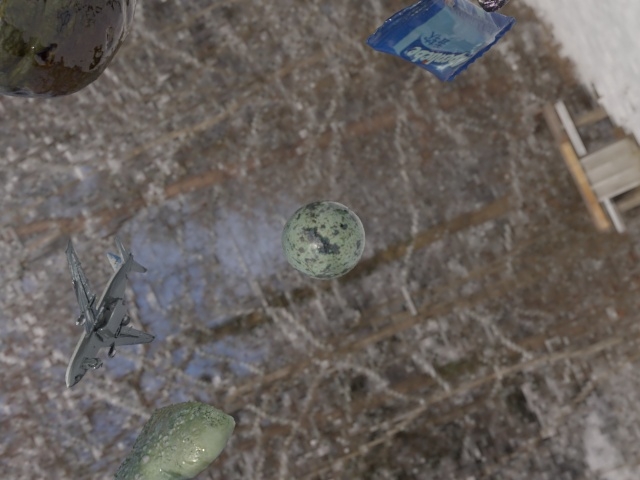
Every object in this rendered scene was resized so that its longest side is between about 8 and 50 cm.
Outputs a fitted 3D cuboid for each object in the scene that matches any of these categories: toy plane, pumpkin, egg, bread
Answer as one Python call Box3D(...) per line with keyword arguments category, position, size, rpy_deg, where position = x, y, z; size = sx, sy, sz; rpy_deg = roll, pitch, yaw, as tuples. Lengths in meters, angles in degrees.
Box3D(category="toy plane", position=(-0.294, 0.100, 1.537), size=(0.226, 0.058, 0.226), rpy_deg=(56, -147, -42))
Box3D(category="pumpkin", position=(-0.362, -0.310, 1.611), size=(0.148, 0.312, 0.169), rpy_deg=(38, 172, -6))
Box3D(category="egg", position=(0.000, 0.000, 1.892), size=(0.132, 0.172, 0.132), rpy_deg=(3, -96, -32))
Box3D(category="bread", position=(-0.208, 0.284, 1.543), size=(0.064, 0.232, 0.172), rpy_deg=(42, -162, -20))

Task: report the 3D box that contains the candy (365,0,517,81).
Box3D(category="candy", position=(0.224, -0.366, 2.004), size=(0.331, 0.187, 0.077), rpy_deg=(10, -133, -55))

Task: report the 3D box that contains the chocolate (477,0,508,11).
Box3D(category="chocolate", position=(0.315, -0.416, 1.781), size=(0.070, 0.147, 0.072), rpy_deg=(47, -140, -20))
